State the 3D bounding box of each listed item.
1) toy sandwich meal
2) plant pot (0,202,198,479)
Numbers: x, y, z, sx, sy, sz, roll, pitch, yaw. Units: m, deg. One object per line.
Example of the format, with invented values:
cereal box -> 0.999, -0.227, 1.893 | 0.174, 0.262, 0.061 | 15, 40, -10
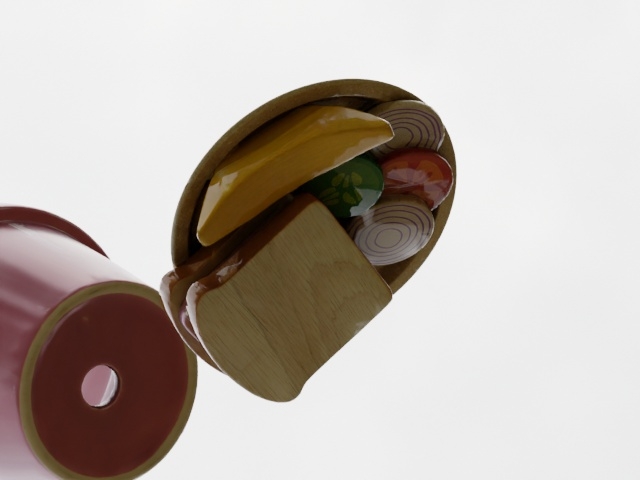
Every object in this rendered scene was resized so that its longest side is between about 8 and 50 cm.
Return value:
toy sandwich meal -> 0.000, 0.000, 0.367 | 0.085, 0.029, 0.086 | -15, -50, -18
plant pot -> -0.181, 0.079, 0.970 | 0.201, 0.180, 0.201 | -6, -80, -41
